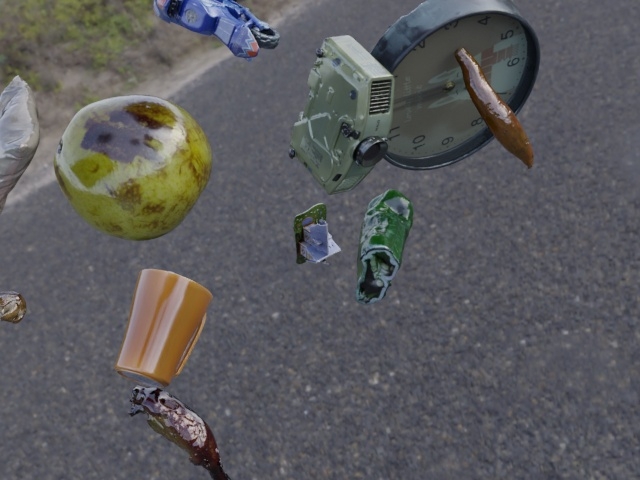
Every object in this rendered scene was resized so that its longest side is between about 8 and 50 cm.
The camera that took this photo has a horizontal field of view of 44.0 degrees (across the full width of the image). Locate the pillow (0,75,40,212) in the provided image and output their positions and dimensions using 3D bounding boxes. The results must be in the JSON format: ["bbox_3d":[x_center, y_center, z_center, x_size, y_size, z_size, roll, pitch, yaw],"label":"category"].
[{"bbox_3d":[-0.486,-0.122,1.198,0.270,0.067,0.173,-44,44,39],"label":"pillow"}]

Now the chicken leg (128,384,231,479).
[{"bbox_3d":[-0.211,0.326,1.272,0.051,0.253,0.106,-42,-1,-44],"label":"chicken leg"}]

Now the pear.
[{"bbox_3d":[-0.341,-0.139,1.448,0.284,0.283,0.283,-14,31,9],"label":"pear"}]

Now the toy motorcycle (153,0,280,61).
[{"bbox_3d":[-0.155,-0.314,1.096,0.205,0.076,0.114,30,30,7],"label":"toy motorcycle"}]

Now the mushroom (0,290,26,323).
[{"bbox_3d":[-0.596,0.134,1.361,0.187,0.061,0.060,-19,72,3],"label":"mushroom"}]

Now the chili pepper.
[{"bbox_3d":[0.124,-0.008,1.529,0.099,0.136,0.270,2,35,11],"label":"chili pepper"}]

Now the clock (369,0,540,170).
[{"bbox_3d":[0.248,-0.299,1.536,0.386,0.386,0.076,-24,52,-8],"label":"clock"}]

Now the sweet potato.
[{"bbox_3d":[0.324,-0.242,1.475,0.057,0.264,0.057,-34,14,10],"label":"sweet potato"}]

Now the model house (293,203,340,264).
[{"bbox_3d":[0.000,0.000,2.094,0.117,0.166,0.088,-25,41,-32],"label":"model house"}]

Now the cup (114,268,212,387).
[{"bbox_3d":[-0.362,0.209,1.862,0.183,0.226,0.263,4,65,30],"label":"cup"}]

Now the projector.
[{"bbox_3d":[0.038,-0.215,1.453,0.088,0.269,0.193,-18,54,-34],"label":"projector"}]

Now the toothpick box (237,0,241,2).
[{"bbox_3d":[-0.174,-0.622,1.359,0.425,0.408,0.409,-3,32,49],"label":"toothpick box"}]
